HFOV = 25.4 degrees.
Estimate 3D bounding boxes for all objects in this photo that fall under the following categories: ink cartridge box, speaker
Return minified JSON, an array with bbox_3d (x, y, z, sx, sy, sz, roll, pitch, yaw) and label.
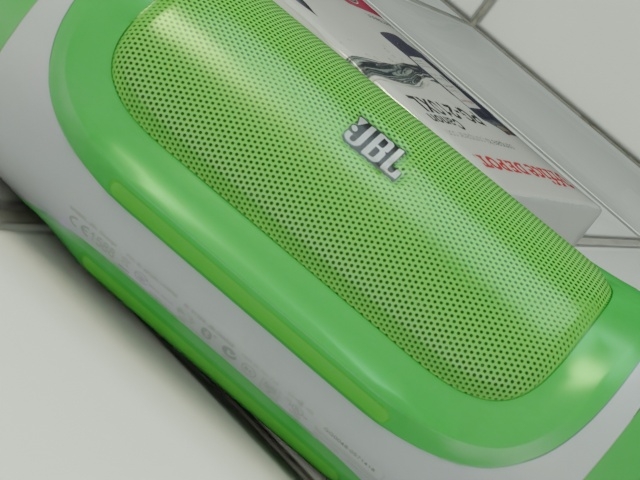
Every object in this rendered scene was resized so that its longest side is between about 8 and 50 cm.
[{"bbox_3d":[0.019,-0.058,0.777,0.237,0.100,0.172,44,18,22],"label":"ink cartridge box"},{"bbox_3d":[0.000,0.000,0.541,0.296,0.131,0.131,40,16,7],"label":"speaker"}]
